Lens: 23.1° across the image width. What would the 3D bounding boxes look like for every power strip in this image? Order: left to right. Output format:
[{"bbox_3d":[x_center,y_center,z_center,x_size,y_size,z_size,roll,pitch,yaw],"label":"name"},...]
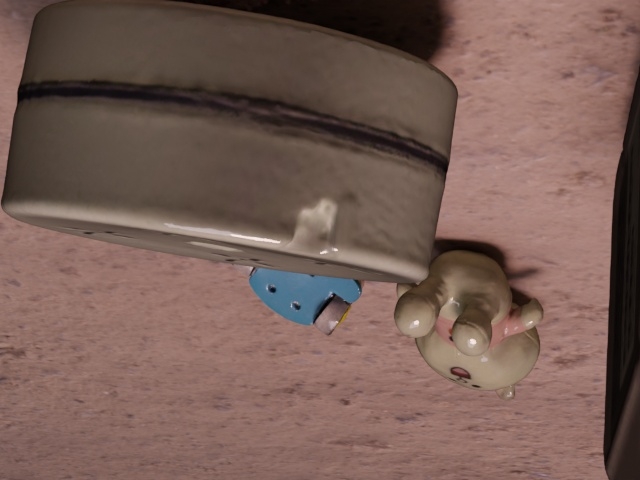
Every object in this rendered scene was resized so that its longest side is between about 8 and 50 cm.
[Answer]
[{"bbox_3d":[-0.075,-0.071,1.212,0.358,0.161,0.357,9,176,1],"label":"power strip"}]

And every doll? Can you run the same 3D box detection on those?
[{"bbox_3d":[0.163,0.088,1.639,0.155,0.113,0.275,11,164,20],"label":"doll"}]

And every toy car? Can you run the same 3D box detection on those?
[{"bbox_3d":[0.000,0.000,1.553,0.126,0.098,0.161,33,123,2],"label":"toy car"}]

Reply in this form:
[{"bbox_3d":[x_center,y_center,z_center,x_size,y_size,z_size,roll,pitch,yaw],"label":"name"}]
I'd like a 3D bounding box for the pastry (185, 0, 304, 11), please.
[{"bbox_3d":[-0.104,-0.223,1.069,0.265,0.102,0.112,14,172,-10],"label":"pastry"}]

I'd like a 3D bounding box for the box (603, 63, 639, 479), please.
[{"bbox_3d":[0.262,0.020,1.136,0.091,0.367,0.373,5,154,6],"label":"box"}]
